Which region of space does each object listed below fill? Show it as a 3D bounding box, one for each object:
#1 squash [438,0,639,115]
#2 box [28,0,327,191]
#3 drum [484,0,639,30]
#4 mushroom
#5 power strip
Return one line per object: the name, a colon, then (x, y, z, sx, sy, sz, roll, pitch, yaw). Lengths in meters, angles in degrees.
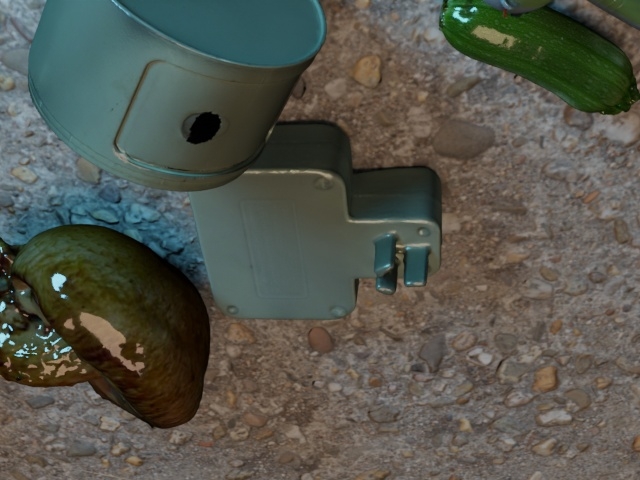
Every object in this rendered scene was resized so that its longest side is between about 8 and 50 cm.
squash: (0.213, -0.180, 0.975, 0.219, 0.068, 0.077, 24, 117, -17)
box: (-0.126, -0.171, 0.896, 0.226, 0.226, 0.149, 21, 130, -15)
drum: (0.220, -0.254, 0.919, 0.253, 0.130, 0.049, 0, 165, -35)
mushroom: (-0.252, 0.086, 1.153, 0.283, 0.195, 0.263, 20, 166, -10)
power strip: (0.000, 0.000, 1.108, 0.261, 0.141, 0.229, 0, 133, 7)
